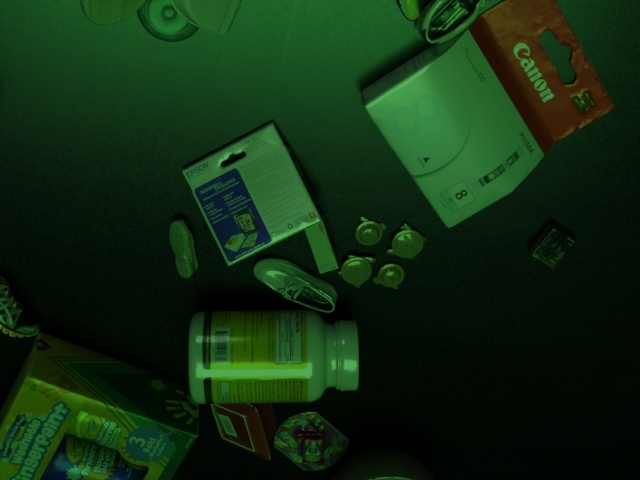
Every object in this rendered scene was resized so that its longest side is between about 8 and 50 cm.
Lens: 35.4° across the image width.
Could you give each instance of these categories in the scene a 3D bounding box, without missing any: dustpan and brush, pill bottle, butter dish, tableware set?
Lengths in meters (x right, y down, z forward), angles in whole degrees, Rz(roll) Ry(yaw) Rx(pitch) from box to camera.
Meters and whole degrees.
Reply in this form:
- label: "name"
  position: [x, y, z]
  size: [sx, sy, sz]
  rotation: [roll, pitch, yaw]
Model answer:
- label: "dustpan and brush"
  position: [-0.226, -0.436, 1.692]
  size: [0.211, 0.060, 0.147]
  rotation: [-2, 125, -48]
- label: "pill bottle"
  position: [-0.093, 0.234, 2.022]
  size: [0.334, 0.188, 0.188]
  rotation: [0, 119, -2]
- label: "butter dish"
  position: [-0.150, 0.364, 2.138]
  size: [0.160, 0.118, 0.160]
  rotation: [13, 129, 37]
- label: "tableware set"
  position: [0.122, 0.030, 2.015]
  size: [0.141, 0.020, 0.169]
  rotation: [17, 116, -13]

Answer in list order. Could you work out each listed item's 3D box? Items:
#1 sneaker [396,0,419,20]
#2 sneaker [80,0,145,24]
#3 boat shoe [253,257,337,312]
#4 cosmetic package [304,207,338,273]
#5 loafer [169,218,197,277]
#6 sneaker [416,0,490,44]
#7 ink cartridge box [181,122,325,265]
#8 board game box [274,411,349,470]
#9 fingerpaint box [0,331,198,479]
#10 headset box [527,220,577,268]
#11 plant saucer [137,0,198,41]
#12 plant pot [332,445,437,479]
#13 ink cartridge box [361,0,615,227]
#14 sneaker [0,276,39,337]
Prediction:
- label: "sneaker"
  position: [0.165, -0.477, 1.704]
  size: [0.094, 0.081, 0.208]
  rotation: [-7, 118, -1]
- label: "sneaker"
  position: [-0.346, -0.522, 1.648]
  size: [0.131, 0.148, 0.350]
  rotation: [-16, 148, -32]
- label: "boat shoe"
  position: [-0.050, 0.095, 2.018]
  size: [0.184, 0.063, 0.066]
  rotation: [30, 113, -18]
- label: "cosmetic package"
  position: [0.000, 0.000, 1.971]
  size: [0.041, 0.060, 0.115]
  rotation: [-16, 120, 5]
- label: "loafer"
  position: [-0.269, 0.012, 1.983]
  size: [0.045, 0.039, 0.125]
  rotation: [11, 120, 30]
- label: "sneaker"
  position: [0.270, -0.433, 1.725]
  size: [0.094, 0.091, 0.258]
  rotation: [34, 112, -19]
- label: "ink cartridge box"
  position: [-0.128, -0.088, 1.908]
  size: [0.206, 0.045, 0.208]
  rotation: [-26, 92, 11]
- label: "board game box"
  position: [-0.021, 0.461, 2.237]
  size: [0.133, 0.033, 0.168]
  rotation: [-39, 113, 17]
- label: "fingerpaint box"
  position: [-0.519, 0.463, 2.133]
  size: [0.371, 0.163, 0.445]
  rotation: [24, 115, -18]
- label: "headset box"
  position: [0.462, 0.012, 2.011]
  size: [0.062, 0.032, 0.083]
  rotation: [30, 112, -17]
- label: "plant saucer"
  position: [-0.264, -0.404, 1.759]
  size: [0.119, 0.021, 0.119]
  rotation: [-1, 118, -2]
- label: "plant pot"
  position: [0.138, 0.565, 2.211]
  size: [0.284, 0.191, 0.284]
  rotation: [-1, 119, -1]
- label: "ink cartridge box"
  position: [0.314, -0.241, 1.835]
  size: [0.385, 0.091, 0.308]
  rotation: [-31, 116, 15]
- label: "sneaker"
  position: [-0.644, 0.118, 2.000]
  size: [0.215, 0.084, 0.083]
  rotation: [41, 90, -29]
